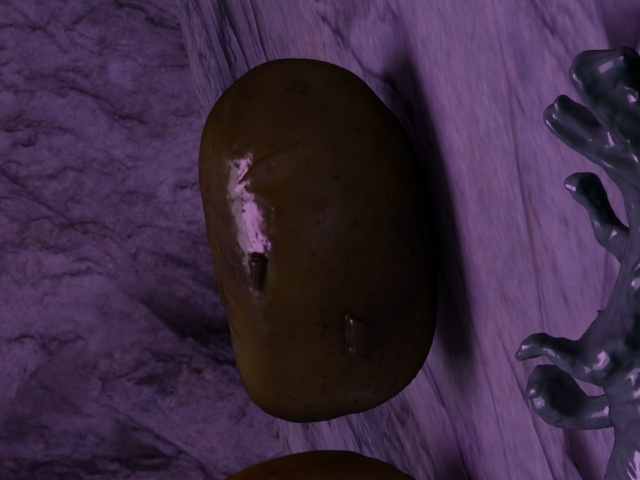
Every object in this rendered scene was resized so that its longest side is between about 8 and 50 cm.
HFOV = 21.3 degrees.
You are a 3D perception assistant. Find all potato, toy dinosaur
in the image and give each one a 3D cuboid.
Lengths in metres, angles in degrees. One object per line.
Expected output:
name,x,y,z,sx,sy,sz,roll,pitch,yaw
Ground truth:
potato,0.000,0.001,1.090,0.197,0.149,0.228,2,-100,-75
toy dinosaur,0.123,0.109,0.620,0.129,0.076,0.383,11,124,55

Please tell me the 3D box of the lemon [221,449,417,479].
lemon,-0.005,0.284,1.181,0.293,0.293,0.293,167,90,-83
